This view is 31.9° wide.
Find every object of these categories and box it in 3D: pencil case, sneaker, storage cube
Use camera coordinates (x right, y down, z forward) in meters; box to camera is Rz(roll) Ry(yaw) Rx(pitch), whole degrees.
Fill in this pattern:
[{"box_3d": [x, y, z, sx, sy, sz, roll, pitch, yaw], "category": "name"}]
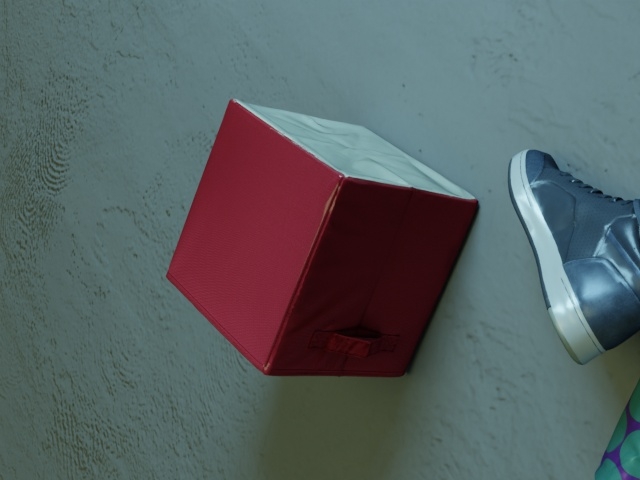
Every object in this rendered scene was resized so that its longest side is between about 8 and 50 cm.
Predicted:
[{"box_3d": [0.264, 0.132, 0.840, 0.070, 0.064, 0.152, 47, 121, 58], "category": "pencil case"}, {"box_3d": [0.242, -0.021, 0.872, 0.163, 0.086, 0.226, -30, 38, 18], "category": "sneaker"}, {"box_3d": [0.000, 0.000, 1.059, 0.215, 0.183, 0.193, 37, 112, 44], "category": "storage cube"}]
